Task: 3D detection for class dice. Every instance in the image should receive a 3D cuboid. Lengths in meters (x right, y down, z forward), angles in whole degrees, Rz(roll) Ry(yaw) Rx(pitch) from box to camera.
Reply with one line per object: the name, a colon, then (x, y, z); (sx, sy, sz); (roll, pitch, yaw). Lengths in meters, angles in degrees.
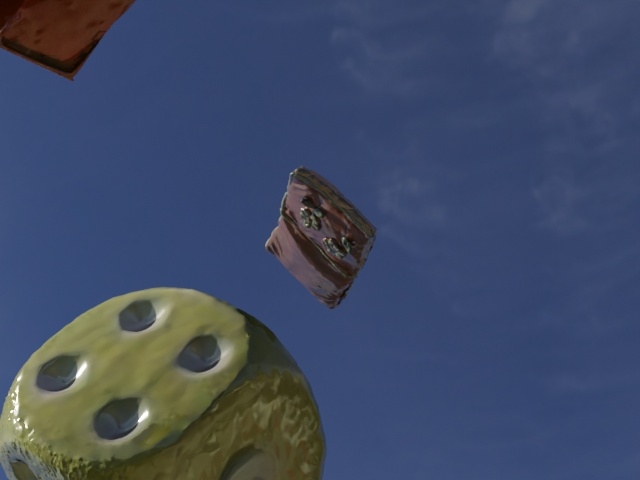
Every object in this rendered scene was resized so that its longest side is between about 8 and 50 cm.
dice: (-0.152, 0.200, 1.121); (0.233, 0.238, 0.226); (19, -43, 37)

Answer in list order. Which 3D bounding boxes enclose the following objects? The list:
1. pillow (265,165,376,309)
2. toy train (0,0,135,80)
pillow: (0.000, 0.000, 1.371); (0.126, 0.043, 0.232); (44, -26, 10)
toy train: (-0.161, -0.138, 0.443); (0.074, 0.118, 0.176); (-51, -35, 12)
